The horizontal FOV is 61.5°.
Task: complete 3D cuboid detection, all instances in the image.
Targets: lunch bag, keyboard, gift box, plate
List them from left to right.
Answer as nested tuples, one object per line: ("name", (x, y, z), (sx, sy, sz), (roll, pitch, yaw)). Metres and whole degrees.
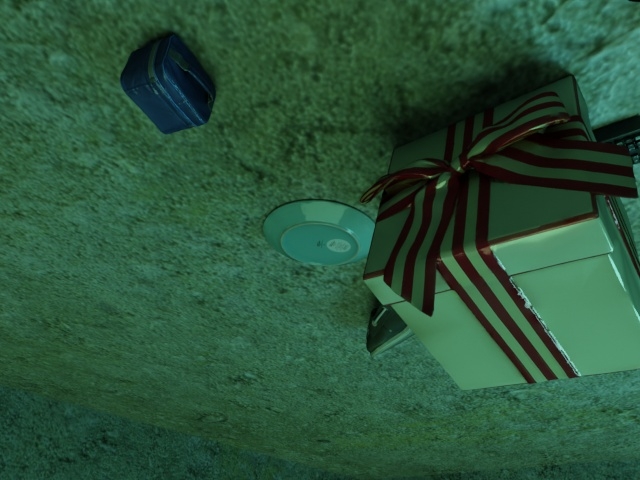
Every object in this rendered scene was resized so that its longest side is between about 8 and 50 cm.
("lunch bag", (-0.156, -0.164, 0.583), (0.065, 0.067, 0.098), (-9, 145, 24))
("plate", (0.000, 0.000, 0.855), (0.187, 0.024, 0.188), (5, 147, 3))
("gift box", (0.208, 0.004, 0.573), (0.255, 0.277, 0.258), (-22, 123, 30))
("keyboard", (0.297, -0.097, 0.656), (0.180, 0.023, 0.108), (-19, 140, 32))

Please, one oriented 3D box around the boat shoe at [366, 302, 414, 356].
("boat shoe", (0.152, 0.119, 0.973), (0.112, 0.096, 0.335), (-22, 161, -25))
